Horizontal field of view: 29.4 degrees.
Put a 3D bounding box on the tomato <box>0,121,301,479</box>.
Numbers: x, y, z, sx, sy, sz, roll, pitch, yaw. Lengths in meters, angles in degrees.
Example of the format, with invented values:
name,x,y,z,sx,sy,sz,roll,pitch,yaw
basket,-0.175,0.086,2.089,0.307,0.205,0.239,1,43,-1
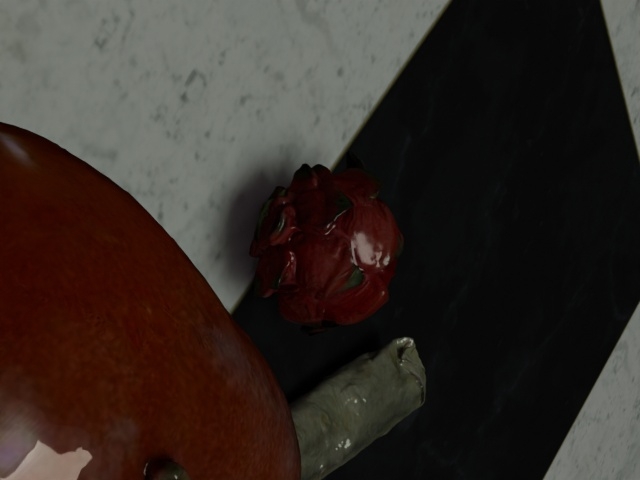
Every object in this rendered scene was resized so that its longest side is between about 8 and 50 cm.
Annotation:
name,x,y,z,sx,sy,sz,roll,pitch,yaw
tomato,-0.161,0.109,0.575,0.293,0.290,0.325,-58,144,-16

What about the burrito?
name,x,y,z,sx,sy,sz,roll,pitch,yaw
burrito,-0.006,0.168,1.010,0.275,0.059,0.082,-32,122,-42

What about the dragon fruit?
name,x,y,z,sx,sy,sz,roll,pitch,yaw
dragon fruit,0.003,0.006,0.908,0.121,0.130,0.142,61,24,5
